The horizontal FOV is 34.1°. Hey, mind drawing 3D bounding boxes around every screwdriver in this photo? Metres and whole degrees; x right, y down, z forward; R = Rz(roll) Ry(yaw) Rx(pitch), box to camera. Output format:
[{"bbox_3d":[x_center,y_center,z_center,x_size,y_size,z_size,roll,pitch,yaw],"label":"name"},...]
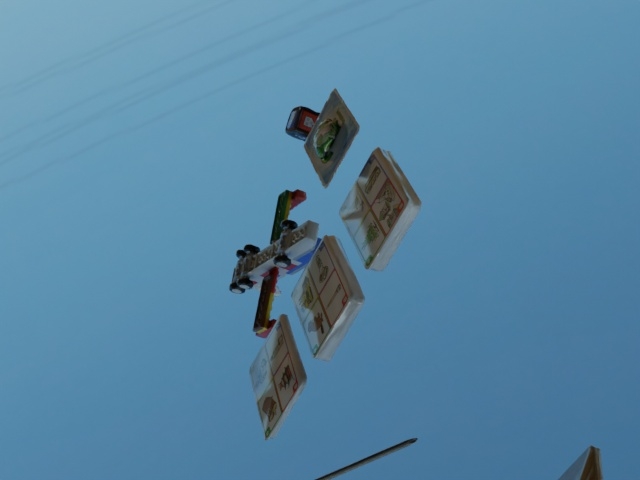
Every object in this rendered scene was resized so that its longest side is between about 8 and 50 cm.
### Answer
[{"bbox_3d":[-0.011,0.171,0.716,0.169,0.025,0.024,-20,-138,-5],"label":"screwdriver"}]

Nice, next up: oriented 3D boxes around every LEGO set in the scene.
[{"bbox_3d":[0.000,0.000,0.721,0.182,0.060,0.244,-60,-155,20],"label":"LEGO set"}]

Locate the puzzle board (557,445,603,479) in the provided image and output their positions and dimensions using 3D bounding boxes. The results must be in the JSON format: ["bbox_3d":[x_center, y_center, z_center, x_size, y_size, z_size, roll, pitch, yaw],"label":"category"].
[{"bbox_3d":[0.105,0.175,0.520,0.128,0.011,0.096,-59,-172,32],"label":"puzzle board"}]
